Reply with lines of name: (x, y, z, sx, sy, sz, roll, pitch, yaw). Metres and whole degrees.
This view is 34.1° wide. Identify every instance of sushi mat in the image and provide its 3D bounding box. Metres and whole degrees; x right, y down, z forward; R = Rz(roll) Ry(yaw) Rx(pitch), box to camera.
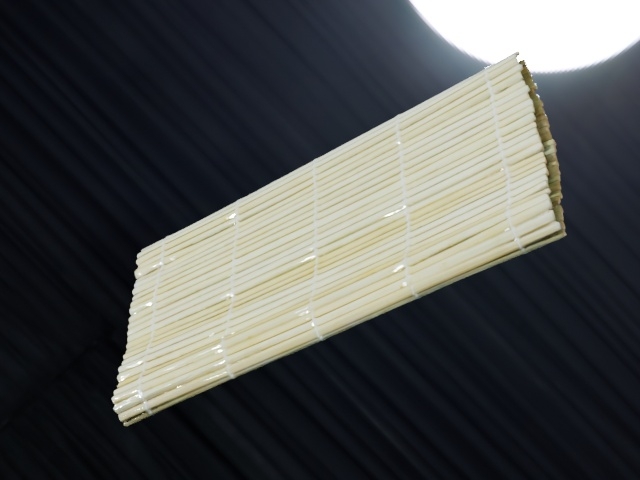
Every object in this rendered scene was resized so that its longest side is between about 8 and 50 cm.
sushi mat: (0.000, 0.000, 0.659, 0.316, 0.019, 0.151, -26, 41, 23)
